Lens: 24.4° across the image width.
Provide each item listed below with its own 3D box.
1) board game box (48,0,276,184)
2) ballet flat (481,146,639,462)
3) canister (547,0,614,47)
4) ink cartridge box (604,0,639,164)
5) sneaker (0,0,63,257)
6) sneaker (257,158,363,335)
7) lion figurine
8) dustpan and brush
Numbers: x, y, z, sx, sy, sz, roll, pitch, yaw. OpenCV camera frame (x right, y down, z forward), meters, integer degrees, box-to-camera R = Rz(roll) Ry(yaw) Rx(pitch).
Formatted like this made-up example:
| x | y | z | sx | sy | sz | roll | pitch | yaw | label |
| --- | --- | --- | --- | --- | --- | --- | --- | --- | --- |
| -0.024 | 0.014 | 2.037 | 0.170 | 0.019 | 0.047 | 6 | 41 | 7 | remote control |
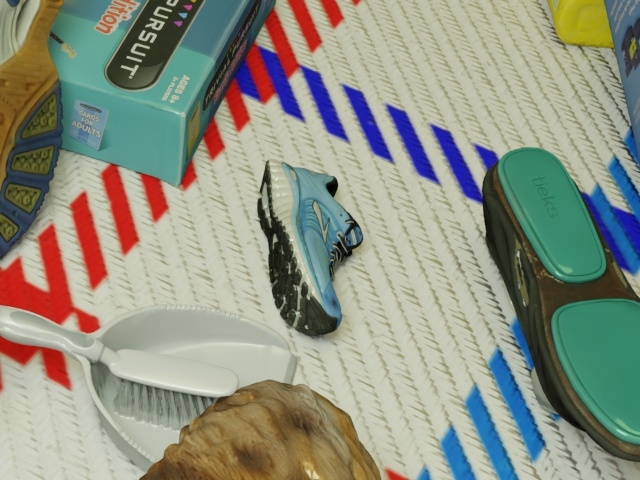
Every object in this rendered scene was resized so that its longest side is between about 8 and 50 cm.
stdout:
| x | y | z | sx | sy | sz | roll | pitch | yaw | label |
| --- | --- | --- | --- | --- | --- | --- | --- | --- | --- |
| -0.229 | -0.200 | 1.224 | 0.336 | 0.079 | 0.253 | 16 | 46 | 6 | board game box |
| 0.181 | 0.057 | 1.041 | 0.095 | 0.096 | 0.280 | -3 | 48 | -13 | ballet flat |
| 0.261 | -0.257 | 1.371 | 0.126 | 0.073 | 0.170 | 2 | 48 | -9 | canister |
| 0.392 | -0.116 | 1.173 | 0.270 | 0.151 | 0.395 | 0 | 60 | -10 | ink cartridge box |
| -0.263 | -0.125 | 1.072 | 0.131 | 0.112 | 0.296 | 6 | 85 | 26 | sneaker |
| 0.000 | 0.000 | 1.087 | 0.073 | 0.063 | 0.162 | 1 | 47 | -14 | sneaker |
| -0.115 | 0.224 | 0.803 | 0.392 | 0.142 | 0.240 | -21 | 50 | -23 | lion figurine |
| -0.127 | 0.086 | 0.982 | 0.211 | 0.060 | 0.147 | 13 | 46 | 3 | dustpan and brush |
